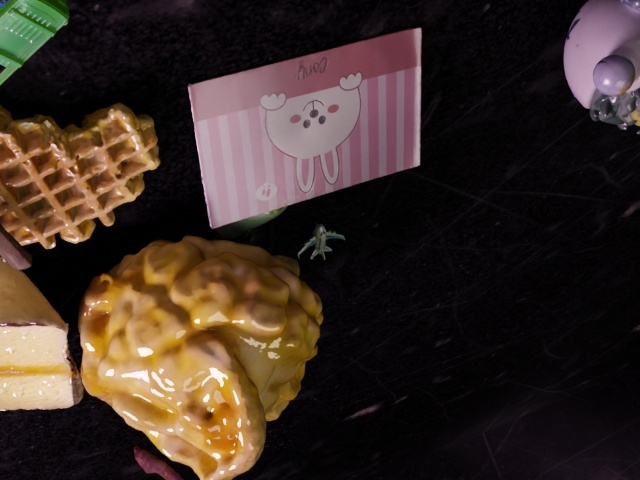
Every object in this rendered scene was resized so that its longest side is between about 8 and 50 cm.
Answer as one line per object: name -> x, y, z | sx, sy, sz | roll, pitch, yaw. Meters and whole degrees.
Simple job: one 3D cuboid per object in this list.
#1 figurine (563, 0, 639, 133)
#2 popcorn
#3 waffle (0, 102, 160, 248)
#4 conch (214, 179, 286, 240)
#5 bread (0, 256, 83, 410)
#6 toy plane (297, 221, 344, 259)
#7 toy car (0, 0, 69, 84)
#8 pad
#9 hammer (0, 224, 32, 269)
figurine -> 0.415, -0.292, 1.091 | 0.261, 0.186, 0.381 | -31, 149, -18
popcorn -> -0.156, 0.169, 1.184 | 0.349, 0.381, 0.349 | 1, 156, 0
waffle -> -0.308, -0.073, 0.951 | 0.249, 0.056, 0.253 | -39, 149, 23
conch -> -0.105, -0.047, 1.165 | 0.106, 0.079, 0.170 | 9, 146, -26
bread -> -0.400, 0.138, 1.151 | 0.178, 0.141, 0.266 | 12, 148, -5
toy plane -> -0.001, -0.002, 1.374 | 0.080, 0.033, 0.083 | -20, 145, -13
toy car -> -0.295, -0.177, 0.773 | 0.165, 0.062, 0.071 | -36, 152, 17
pad -> -0.007, -0.137, 1.079 | 0.300, 0.005, 0.202 | -17, 128, -18
hammer -> -0.360, -0.053, 0.856 | 0.125, 0.027, 0.297 | -11, 145, 4
